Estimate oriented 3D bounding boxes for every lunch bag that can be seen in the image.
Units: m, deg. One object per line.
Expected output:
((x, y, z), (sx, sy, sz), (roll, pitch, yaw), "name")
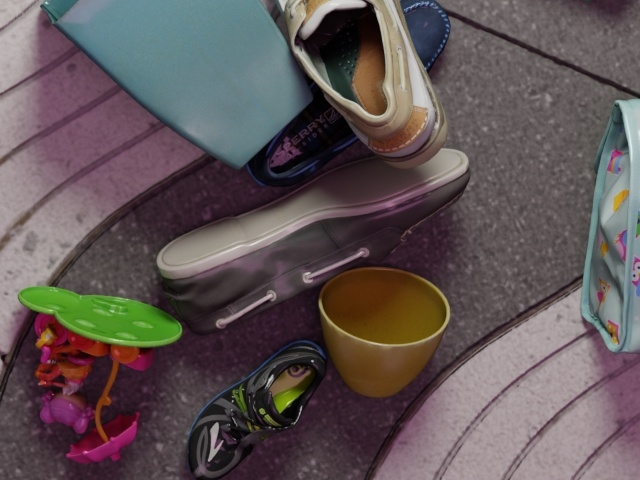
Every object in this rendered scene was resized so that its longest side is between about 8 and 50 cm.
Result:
((0.395, -0.023, 1.975), (0.223, 0.160, 0.262), (0, 104, -7), "lunch bag")

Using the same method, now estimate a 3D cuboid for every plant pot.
((-0.127, -0.195, 1.877), (0.166, 0.165, 0.234), (-44, 109, 0), "plant pot")
((0.060, 0.103, 1.970), (0.134, 0.134, 0.095), (1, 125, -8), "plant pot")

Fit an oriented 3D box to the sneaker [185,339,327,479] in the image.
((-0.067, 0.176, 1.976), (0.188, 0.078, 0.067), (-43, 101, 0), "sneaker")

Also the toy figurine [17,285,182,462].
((-0.238, 0.145, 1.942), (0.173, 0.130, 0.159), (16, 106, 12), "toy figurine")

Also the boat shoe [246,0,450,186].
((0.040, -0.140, 1.939), (0.109, 0.089, 0.258), (41, 89, -12), "boat shoe")

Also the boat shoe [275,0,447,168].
((0.023, -0.211, 1.846), (0.113, 0.103, 0.302), (-37, 63, 9), "boat shoe")

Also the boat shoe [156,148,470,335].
((0.000, 0.000, 1.954), (0.335, 0.112, 0.095), (-20, 118, 1), "boat shoe")
